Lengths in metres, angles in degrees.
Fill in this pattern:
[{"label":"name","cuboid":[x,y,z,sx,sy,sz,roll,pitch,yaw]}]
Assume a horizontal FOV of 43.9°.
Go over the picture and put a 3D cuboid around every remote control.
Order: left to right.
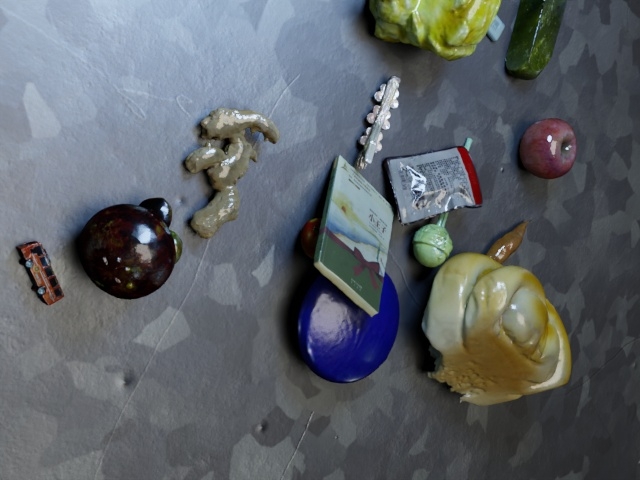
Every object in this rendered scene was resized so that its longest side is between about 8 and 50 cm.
[{"label":"remote control","cuboid":[0.388,-0.522,1.857,0.124,0.018,0.053,38,76,-34]}]

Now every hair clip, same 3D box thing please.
[{"label":"hair clip","cuboid":[0.122,-0.248,1.689,0.062,0.056,0.214,24,74,-21]}]

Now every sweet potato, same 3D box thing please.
[{"label":"sweet potato","cuboid":[0.476,0.004,1.993,0.195,0.056,0.056,-38,118,-30]}]

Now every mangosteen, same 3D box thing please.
[{"label":"mangosteen","cuboid":[-0.318,0.007,1.345,0.172,0.172,0.184,54,41,-30]}]

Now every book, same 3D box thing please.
[{"label":"book","cuboid":[0.072,-0.012,1.620,0.201,0.026,0.289,41,43,-33]}]

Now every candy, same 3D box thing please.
[{"label":"candy","cuboid":[0.298,-0.094,1.838,0.093,0.092,0.336,23,73,0]}]

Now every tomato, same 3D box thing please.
[{"label":"tomato","cuboid":[0.000,0.000,1.619,0.087,0.087,0.075,-30,157,-29]}]

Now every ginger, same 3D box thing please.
[{"label":"ginger","cuboid":[-0.187,-0.134,1.473,0.149,0.065,0.259,31,85,-23]}]

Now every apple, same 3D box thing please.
[{"label":"apple","cuboid":[0.565,-0.229,1.977,0.153,0.120,0.153,-4,97,-41]}]

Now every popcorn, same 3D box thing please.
[{"label":"popcorn","cuboid":[0.234,-0.506,1.630,0.276,0.276,0.225,-22,147,-32]}]

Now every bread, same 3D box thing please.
[{"label":"bread","cuboid":[0.409,0.222,1.858,0.329,0.245,0.424,-52,129,-17]}]

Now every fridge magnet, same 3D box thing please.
[{"label":"fridge magnet","cuboid":[0.058,0.168,1.670,0.265,0.112,0.266,-7,102,-37]}]

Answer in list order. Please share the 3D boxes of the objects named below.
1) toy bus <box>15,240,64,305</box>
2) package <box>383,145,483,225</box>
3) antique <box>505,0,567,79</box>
[{"label":"toy bus","cuboid":[-0.463,0.053,1.314,0.043,0.031,0.110,-31,116,-32]},{"label":"package","cuboid":[0.258,-0.128,1.782,0.239,0.030,0.154,-13,84,-25]},{"label":"antique","cuboid":[0.516,-0.498,1.919,0.080,0.081,0.221,16,89,-35]}]
